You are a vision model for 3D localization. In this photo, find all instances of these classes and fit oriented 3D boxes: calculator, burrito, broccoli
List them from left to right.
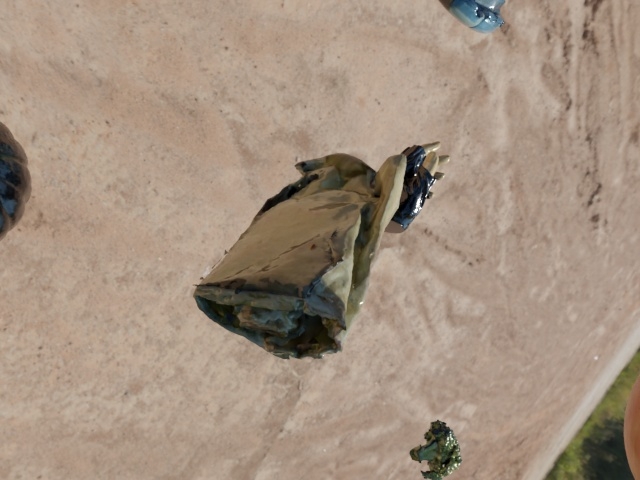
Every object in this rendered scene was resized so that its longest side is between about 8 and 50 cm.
[{"bbox_3d":[0.003,0.001,0.632,0.332,0.190,0.135,-57,135,-42],"label":"burrito"},{"bbox_3d":[0.209,0.381,0.837,0.092,0.095,0.097,-5,148,-19],"label":"broccoli"},{"bbox_3d":[0.177,-0.433,0.705,0.173,0.293,0.051,-18,161,-47],"label":"calculator"}]

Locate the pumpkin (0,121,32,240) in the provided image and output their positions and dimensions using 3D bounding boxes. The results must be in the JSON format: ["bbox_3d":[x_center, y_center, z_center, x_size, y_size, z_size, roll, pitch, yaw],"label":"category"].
[{"bbox_3d":[-0.410,-0.071,0.484,0.194,0.194,0.150,2,143,-48],"label":"pumpkin"}]

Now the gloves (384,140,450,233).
[{"bbox_3d":[0.189,-0.118,0.956,0.203,0.124,0.164,-65,-176,-11],"label":"gloves"}]

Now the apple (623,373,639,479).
[{"bbox_3d":[0.438,0.220,0.440,0.242,0.242,0.241,-31,116,-29],"label":"apple"}]
